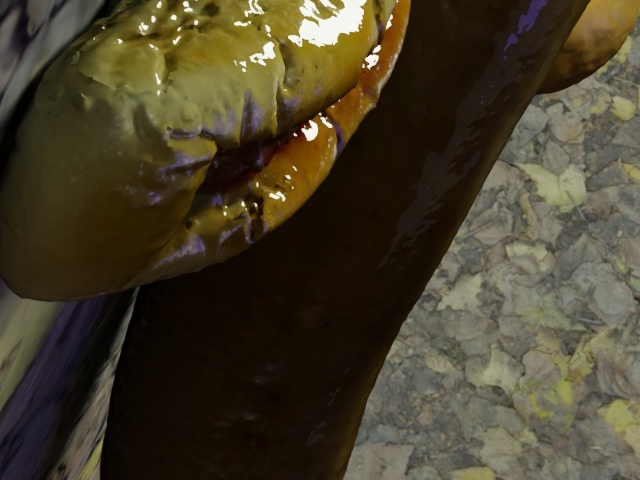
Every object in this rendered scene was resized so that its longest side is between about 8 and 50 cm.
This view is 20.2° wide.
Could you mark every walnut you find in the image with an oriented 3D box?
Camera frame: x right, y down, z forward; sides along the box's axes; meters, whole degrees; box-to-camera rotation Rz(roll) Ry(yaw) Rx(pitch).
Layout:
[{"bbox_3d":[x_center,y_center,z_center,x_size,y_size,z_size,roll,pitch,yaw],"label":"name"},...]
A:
[{"bbox_3d":[0.164,-0.213,1.417,0.193,0.193,0.225,-63,-173,17],"label":"walnut"}]

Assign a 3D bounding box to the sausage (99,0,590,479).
[{"bbox_3d":[-0.003,-0.001,0.786,0.123,0.136,0.500,-101,-153,-49],"label":"sausage"}]

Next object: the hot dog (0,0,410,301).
[{"bbox_3d":[-0.015,-0.064,0.543,0.242,0.073,0.084,-60,172,-48],"label":"hot dog"}]
